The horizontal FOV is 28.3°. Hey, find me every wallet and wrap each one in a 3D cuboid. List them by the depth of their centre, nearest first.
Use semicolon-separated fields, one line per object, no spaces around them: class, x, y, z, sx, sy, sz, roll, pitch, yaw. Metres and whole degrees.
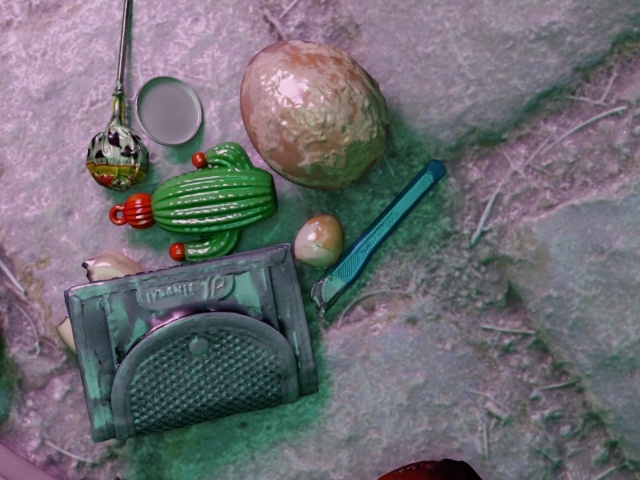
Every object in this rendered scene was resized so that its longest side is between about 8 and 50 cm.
wallet;-0.181;0.150;1.838;0.342;0.075;0.237;-11;96;-13

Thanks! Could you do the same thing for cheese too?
cheese;-0.280;0.141;1.888;0.249;0.071;0.163;44;90;3

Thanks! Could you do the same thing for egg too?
egg;-0.013;-0.182;1.825;0.203;0.203;0.245;-43;76;1
egg;0.000;0.000;1.879;0.071;0.071;0.083;19;79;4

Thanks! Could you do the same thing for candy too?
candy;-0.295;-0.224;1.910;0.091;0.083;0.305;3;80;5

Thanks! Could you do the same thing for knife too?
knife;0.085;-0.006;1.898;0.044;0.026;0.296;43;88;1

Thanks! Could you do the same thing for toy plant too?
toy plant;-0.179;-0.043;1.883;0.240;0.088;0.154;-32;101;9

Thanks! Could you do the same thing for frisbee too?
frisbee;-0.229;-0.194;1.900;0.110;0.014;0.110;7;76;-29

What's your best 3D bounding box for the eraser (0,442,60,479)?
eraser;-0.439;0.468;1.811;0.359;0.122;0.272;31;105;13

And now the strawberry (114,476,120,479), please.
strawberry;-0.259;0.460;1.868;0.208;0.087;0.167;29;88;2

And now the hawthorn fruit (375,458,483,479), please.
hawthorn fruit;0.145;0.449;1.755;0.316;0.316;0.315;0;88;3
